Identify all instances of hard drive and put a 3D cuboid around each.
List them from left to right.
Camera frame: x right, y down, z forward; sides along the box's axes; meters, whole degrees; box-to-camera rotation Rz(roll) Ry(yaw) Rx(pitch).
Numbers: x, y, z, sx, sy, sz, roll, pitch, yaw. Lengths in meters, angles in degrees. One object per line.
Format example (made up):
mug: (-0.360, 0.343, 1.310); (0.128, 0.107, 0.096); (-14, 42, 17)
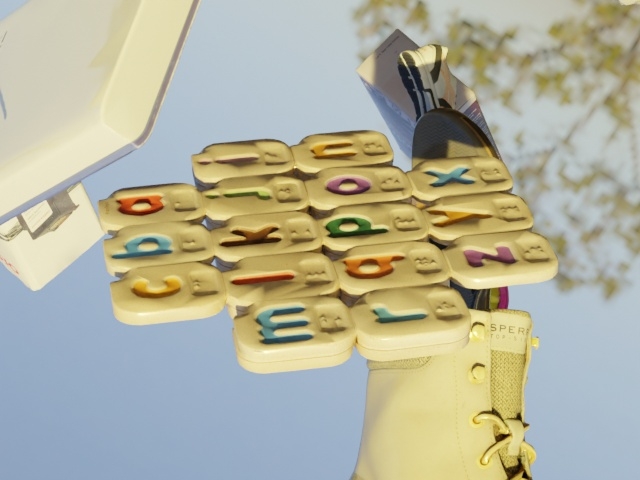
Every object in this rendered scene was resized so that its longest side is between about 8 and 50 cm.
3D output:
hard drive: (-0.198, -0.104, 1.364); (0.040, 0.210, 0.318); (35, 143, -26)

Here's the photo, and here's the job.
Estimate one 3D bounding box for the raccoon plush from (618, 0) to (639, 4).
raccoon plush: (0.439, -0.367, 1.772); (0.299, 0.446, 0.216); (37, -168, -13)

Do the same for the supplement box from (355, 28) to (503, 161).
supplement box: (0.132, -0.137, 2.252); (0.130, 0.073, 0.239); (43, 176, 24)

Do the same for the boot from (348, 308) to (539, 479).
boot: (0.122, 0.145, 1.244); (0.262, 0.203, 0.095); (3, 168, 41)

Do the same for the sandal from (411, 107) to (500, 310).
sandal: (0.090, 0.007, 1.497); (0.090, 0.219, 0.060); (8, -177, 42)

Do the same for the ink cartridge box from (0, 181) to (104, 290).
ink cartridge box: (-0.327, -0.086, 1.904); (0.172, 0.100, 0.237); (39, 160, 32)

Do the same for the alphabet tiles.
alphabet tiles: (0.000, 0.000, 1.247); (0.278, 0.021, 0.284); (-6, -151, -8)

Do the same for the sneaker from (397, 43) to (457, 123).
sneaker: (0.101, -0.114, 1.622); (0.044, 0.109, 0.040); (-28, -156, -28)

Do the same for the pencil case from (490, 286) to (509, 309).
pencil case: (0.116, 0.065, 1.761); (0.104, 0.104, 0.236); (33, 172, 6)
